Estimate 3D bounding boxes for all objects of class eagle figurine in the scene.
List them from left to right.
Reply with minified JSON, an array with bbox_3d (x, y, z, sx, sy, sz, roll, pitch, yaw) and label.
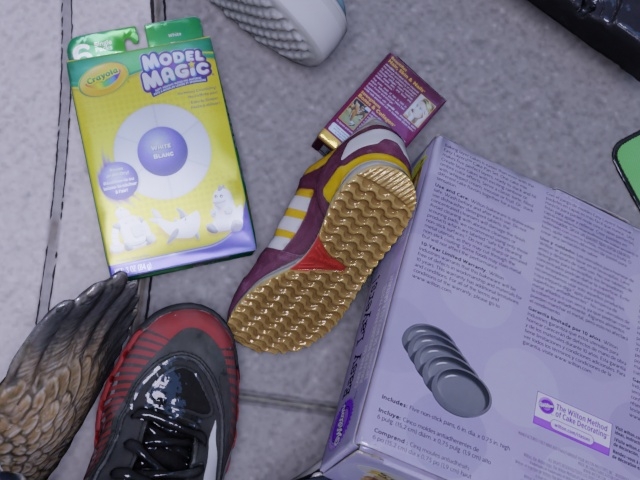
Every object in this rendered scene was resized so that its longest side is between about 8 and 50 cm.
[{"bbox_3d":[-0.222,0.167,0.598,0.298,0.225,0.226,-18,79,9],"label":"eagle figurine"}]

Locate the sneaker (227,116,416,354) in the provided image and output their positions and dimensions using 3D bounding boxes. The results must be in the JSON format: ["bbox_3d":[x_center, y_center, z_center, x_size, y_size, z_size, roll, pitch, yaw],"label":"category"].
[{"bbox_3d":[0.000,0.000,0.735,0.070,0.084,0.185,31,120,-21],"label":"sneaker"}]

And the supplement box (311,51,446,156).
[{"bbox_3d":[0.041,-0.085,0.774,0.055,0.043,0.083,42,81,-2],"label":"supplement box"}]

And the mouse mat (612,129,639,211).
[{"bbox_3d":[0.334,-0.047,0.830,0.190,0.007,0.152,-28,88,-9],"label":"mouse mat"}]

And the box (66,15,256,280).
[{"bbox_3d":[-0.113,-0.068,0.752,0.105,0.043,0.179,-12,84,-9],"label":"box"}]

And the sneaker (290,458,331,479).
[{"bbox_3d":[0.026,0.174,0.689,0.235,0.153,0.094,-28,89,-10],"label":"sneaker"}]

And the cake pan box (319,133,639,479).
[{"bbox_3d":[0.155,0.084,0.704,0.267,0.070,0.245,23,57,-10],"label":"cake pan box"}]

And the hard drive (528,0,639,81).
[{"bbox_3d":[0.238,-0.315,0.774,0.237,0.064,0.339,35,81,-3],"label":"hard drive"}]

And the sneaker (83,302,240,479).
[{"bbox_3d":[-0.110,0.172,0.677,0.098,0.135,0.276,20,81,-12],"label":"sneaker"}]

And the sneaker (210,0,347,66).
[{"bbox_3d":[-0.077,-0.294,0.734,0.150,0.135,0.366,-39,91,-7],"label":"sneaker"}]
